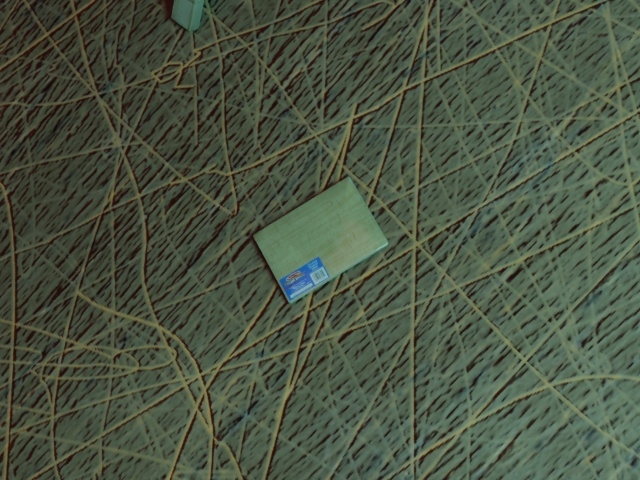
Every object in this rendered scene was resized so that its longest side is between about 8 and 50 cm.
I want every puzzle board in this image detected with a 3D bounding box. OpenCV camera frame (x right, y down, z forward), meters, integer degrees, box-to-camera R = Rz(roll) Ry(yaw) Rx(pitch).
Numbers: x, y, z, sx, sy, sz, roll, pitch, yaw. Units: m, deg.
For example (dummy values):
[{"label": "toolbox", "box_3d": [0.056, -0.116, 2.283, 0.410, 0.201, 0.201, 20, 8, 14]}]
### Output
[{"label": "puzzle board", "box_3d": [0.000, 0.000, 1.706, 0.128, 0.011, 0.096, -32, 64, 5]}]

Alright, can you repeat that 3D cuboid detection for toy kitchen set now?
[{"label": "toy kitchen set", "box_3d": [-0.147, -0.312, 1.869, 0.068, 0.075, 0.083, 37, 44, 24]}]
